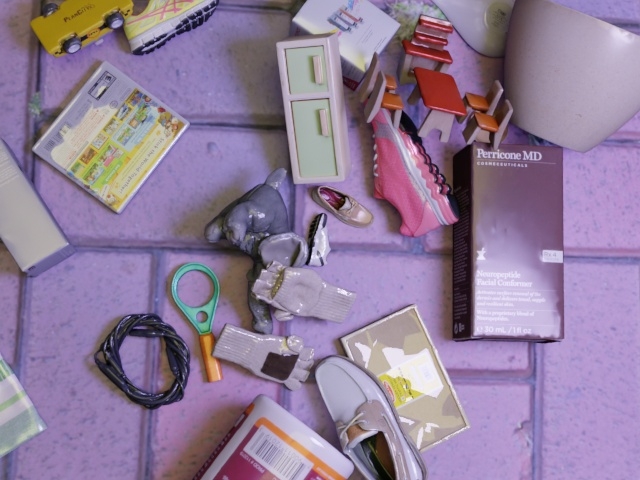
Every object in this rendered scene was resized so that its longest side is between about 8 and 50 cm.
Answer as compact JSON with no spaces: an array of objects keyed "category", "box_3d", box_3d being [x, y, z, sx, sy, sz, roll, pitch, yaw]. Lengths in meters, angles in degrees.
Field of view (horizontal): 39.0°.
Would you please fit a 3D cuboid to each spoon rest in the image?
[{"category":"spoon rest","box_3d":[0.302,-0.486,1.857,0.276,0.084,0.137,33,81,-16]}]

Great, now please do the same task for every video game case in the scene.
[{"category":"video game case","box_3d":[-0.401,-0.199,1.739,0.206,0.026,0.227,37,79,-2]}]

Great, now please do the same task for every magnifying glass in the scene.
[{"category":"magnifying glass","box_3d":[-0.224,0.155,1.721,0.092,0.026,0.231,-12,86,-9]}]

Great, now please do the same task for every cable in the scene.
[{"category":"cable","box_3d":[-0.320,0.227,1.694,0.184,0.047,0.150,42,75,1]}]

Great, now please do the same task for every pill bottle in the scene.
[{"category":"pill bottle","box_3d":[-0.139,0.490,1.592,0.224,0.224,0.392,38,80,-2]}]

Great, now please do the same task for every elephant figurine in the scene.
[{"category":"elephant figurine","box_3d":[-0.094,0.027,1.708,0.239,0.186,0.169,51,36,-10]}]

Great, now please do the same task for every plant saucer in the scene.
[{"category":"plant saucer","box_3d":[0.344,-0.232,1.853,0.083,0.015,0.083,1,82,-8]}]

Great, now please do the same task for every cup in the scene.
[{"category":"cup","box_3d":[0.491,-0.310,1.758,0.331,0.331,0.237,20,106,-5]}]

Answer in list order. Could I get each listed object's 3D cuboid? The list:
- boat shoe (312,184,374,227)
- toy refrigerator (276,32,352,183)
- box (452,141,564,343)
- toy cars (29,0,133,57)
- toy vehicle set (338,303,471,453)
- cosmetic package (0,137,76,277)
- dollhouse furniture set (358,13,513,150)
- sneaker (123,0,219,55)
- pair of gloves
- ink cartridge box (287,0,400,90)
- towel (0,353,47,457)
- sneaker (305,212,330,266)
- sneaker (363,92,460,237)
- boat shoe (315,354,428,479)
[{"category":"boat shoe","box_3d":[0.046,-0.067,1.775,0.135,0.045,0.050,26,80,-4]},{"category":"toy refrigerator","box_3d":[-0.011,-0.247,1.701,0.102,0.094,0.269,-2,108,14]},{"category":"box","box_3d":[0.366,0.008,1.767,0.191,0.143,0.381,2,81,-7]},{"category":"toy cars","box_3d":[-0.417,-0.513,1.747,0.176,0.087,0.394,15,76,6]},{"category":"toy vehicle set","box_3d":[0.164,0.277,1.755,0.166,0.035,0.267,-23,87,-10]},{"category":"cosmetic package","box_3d":[-0.554,-0.057,1.649,0.107,0.127,0.238,-35,91,-11]},{"category":"dollhouse furniture set","box_3d":[0.216,-0.308,1.711,0.262,0.259,0.135,10,126,-14]},{"category":"sneaker","box_3d":[-0.294,-0.448,1.757,0.208,0.081,0.094,-30,86,-10]},{"category":"pair of gloves","box_3d":[-0.064,0.158,1.678,0.204,0.042,0.240,28,104,-27]},{"category":"ink cartridge box","box_3d":[0.041,-0.409,1.775,0.176,0.128,0.127,37,80,-1]},{"category":"towel","box_3d":[-0.689,0.272,1.635,0.248,0.038,0.325,-32,88,-11]},{"category":"sneaker","box_3d":[0.000,0.000,1.770,0.043,0.040,0.109,14,85,-23]},{"category":"sneaker","box_3d":[0.144,-0.147,1.768,0.136,0.116,0.314,-32,76,18]},{"category":"boat shoe","box_3d":[0.086,0.345,1.673,0.113,0.103,0.302,-42,80,23]}]
